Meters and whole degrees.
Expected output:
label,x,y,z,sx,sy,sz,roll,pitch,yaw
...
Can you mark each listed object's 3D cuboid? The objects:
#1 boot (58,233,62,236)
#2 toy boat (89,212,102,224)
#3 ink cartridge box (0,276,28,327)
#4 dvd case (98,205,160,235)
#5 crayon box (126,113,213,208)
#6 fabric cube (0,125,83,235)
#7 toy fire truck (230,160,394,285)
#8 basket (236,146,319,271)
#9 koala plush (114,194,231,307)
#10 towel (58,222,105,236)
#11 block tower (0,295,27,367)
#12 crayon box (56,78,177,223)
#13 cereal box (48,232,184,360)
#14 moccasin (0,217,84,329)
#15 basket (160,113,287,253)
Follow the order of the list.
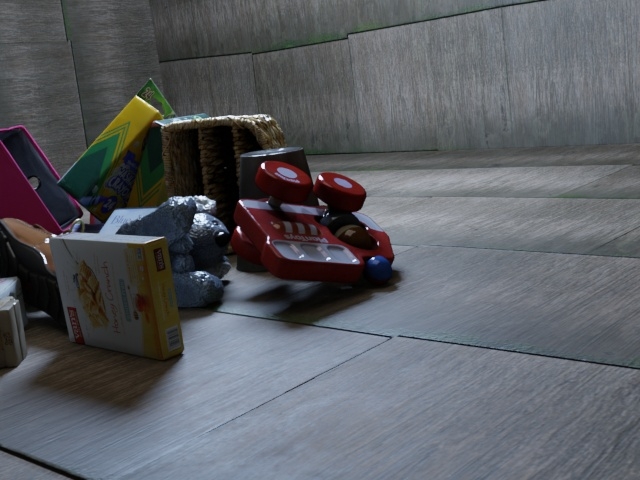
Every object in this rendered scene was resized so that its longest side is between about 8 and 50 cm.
label,x,y,z,sx,sy,sz,roll,pitch,yaw
boot,-0.592,0.001,2.158,0.086,0.069,0.190,-10,19,-38
toy boat,-0.474,-0.056,2.248,0.231,0.151,0.151,-14,43,-30
ink cartridge box,-0.609,0.130,1.418,0.212,0.093,0.154,-9,12,-3
dvd case,-0.380,0.024,1.677,0.180,0.022,0.253,-2,42,26
crayon box,-0.355,-0.138,2.067,0.081,0.318,0.202,31,24,18
fabric cube,-0.719,-0.075,1.907,0.258,0.254,0.259,-33,11,2
toy fire truck,0.000,0.000,1.517,0.302,0.169,0.254,7,28,-35
basket,-0.085,-0.068,1.741,0.204,0.227,0.154,-10,11,-13
koala plush,-0.246,0.010,1.569,0.203,0.196,0.221,-12,11,30
towel,-0.578,0.028,1.934,0.209,0.034,0.285,-1,25,32
block tower,-0.616,0.156,1.295,0.335,0.097,0.091,-6,11,-2
crayon box,-0.444,-0.196,2.033,0.083,0.323,0.203,35,-10,19
cereal box,-0.306,0.078,1.282,0.240,0.173,0.047,2,15,41
moccasin,-0.470,0.042,1.544,0.147,0.139,0.380,-15,22,-41
basket,-0.195,-0.123,1.907,0.213,0.299,0.223,1,10,26
